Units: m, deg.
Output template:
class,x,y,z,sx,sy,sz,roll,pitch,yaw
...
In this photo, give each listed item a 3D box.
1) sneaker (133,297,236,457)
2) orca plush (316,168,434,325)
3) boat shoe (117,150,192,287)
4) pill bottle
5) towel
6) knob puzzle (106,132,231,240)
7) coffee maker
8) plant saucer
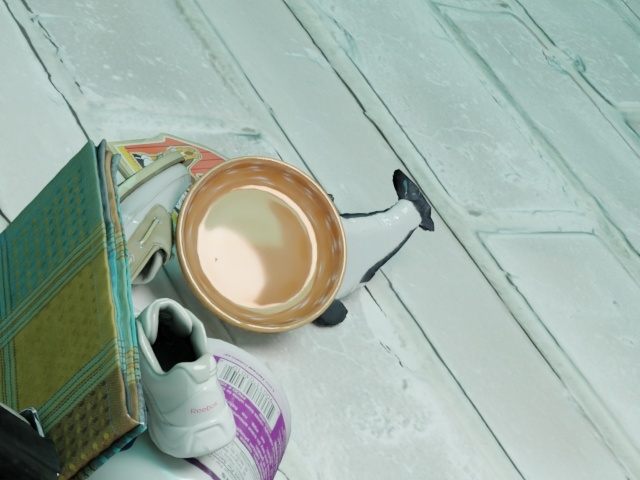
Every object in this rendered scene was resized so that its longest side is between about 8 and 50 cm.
class,x,y,z,sx,sy,sz,roll,pitch,yaw
sneaker,-0.145,0.091,1.735,0.090,0.115,0.232,-18,33,-29
orca plush,0.000,0.000,2.275,0.102,0.151,0.287,7,40,44
boat shoe,-0.215,0.002,2.102,0.103,0.113,0.302,51,37,-4
pill bottle,-0.139,0.231,1.776,0.169,0.169,0.301,30,32,-2
towel,-0.261,0.108,1.757,0.040,0.271,0.370,32,28,-33
knob puzzle,-0.137,-0.069,2.328,0.213,0.030,0.213,22,32,-15
coffee maker,-0.300,0.160,1.559,0.178,0.120,0.171,40,-10,-37
plant saucer,-0.068,0.007,2.133,0.200,0.037,0.200,7,72,-22
